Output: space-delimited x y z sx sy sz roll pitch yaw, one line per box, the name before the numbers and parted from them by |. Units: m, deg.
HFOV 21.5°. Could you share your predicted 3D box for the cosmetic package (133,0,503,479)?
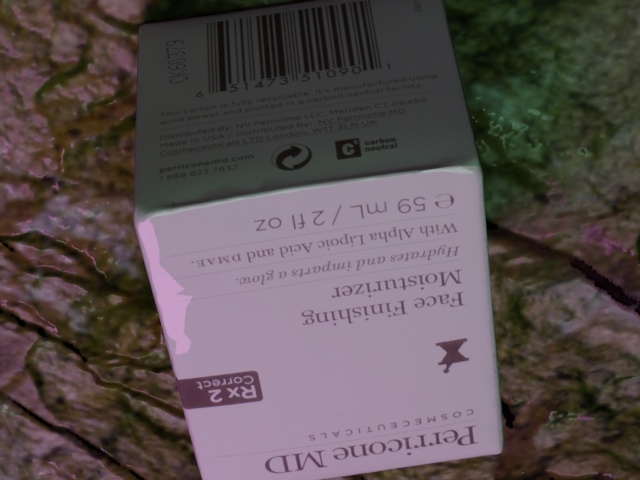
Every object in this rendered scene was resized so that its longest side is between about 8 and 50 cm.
cosmetic package | 0.000 0.000 0.808 0.151 0.151 0.183 -9 130 2
